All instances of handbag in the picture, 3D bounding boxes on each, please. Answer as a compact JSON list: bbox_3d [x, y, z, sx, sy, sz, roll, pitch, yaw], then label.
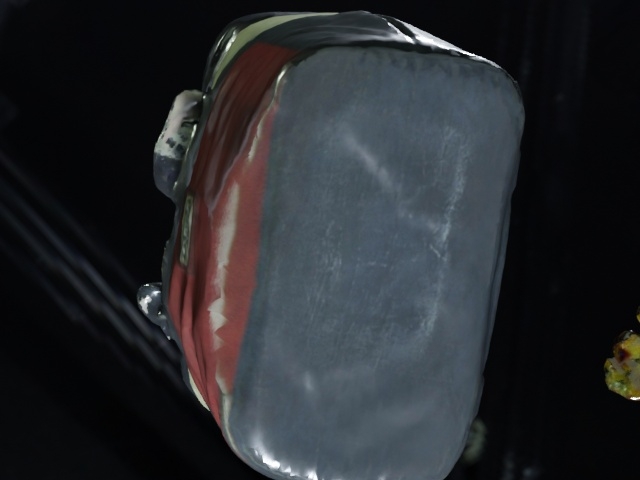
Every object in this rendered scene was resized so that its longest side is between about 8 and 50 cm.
[{"bbox_3d":[0.000,0.000,1.055,0.181,0.181,0.254,3,-80,-18],"label":"handbag"}]

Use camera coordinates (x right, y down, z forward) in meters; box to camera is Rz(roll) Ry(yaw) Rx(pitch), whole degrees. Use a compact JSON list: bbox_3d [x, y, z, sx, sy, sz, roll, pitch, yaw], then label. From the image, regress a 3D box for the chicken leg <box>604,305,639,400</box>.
[{"bbox_3d":[0.343,0.043,1.111,0.361,0.140,0.211,-24,-123,-40],"label":"chicken leg"}]
